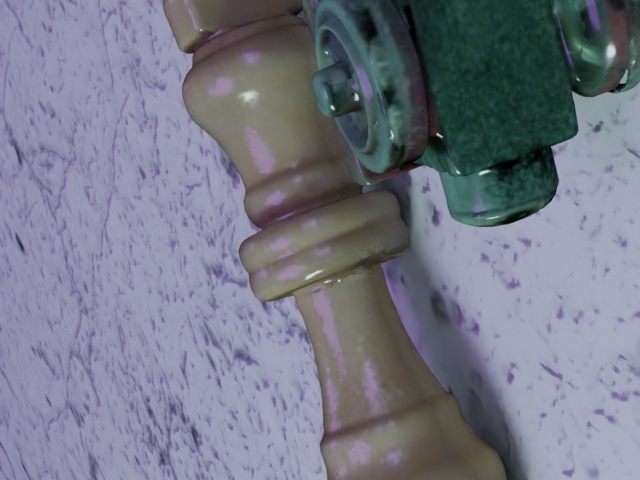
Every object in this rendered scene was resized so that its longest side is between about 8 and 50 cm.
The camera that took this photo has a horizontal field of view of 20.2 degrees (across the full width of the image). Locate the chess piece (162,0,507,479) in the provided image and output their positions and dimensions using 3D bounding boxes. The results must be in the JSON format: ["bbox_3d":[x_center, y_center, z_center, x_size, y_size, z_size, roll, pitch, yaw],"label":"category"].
[{"bbox_3d":[0.000,0.000,1.045,0.117,0.117,0.397,-28,81,65],"label":"chess piece"}]

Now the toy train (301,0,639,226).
[{"bbox_3d":[0.032,-0.159,0.839,0.221,0.150,0.304,-154,47,-70],"label":"toy train"}]
